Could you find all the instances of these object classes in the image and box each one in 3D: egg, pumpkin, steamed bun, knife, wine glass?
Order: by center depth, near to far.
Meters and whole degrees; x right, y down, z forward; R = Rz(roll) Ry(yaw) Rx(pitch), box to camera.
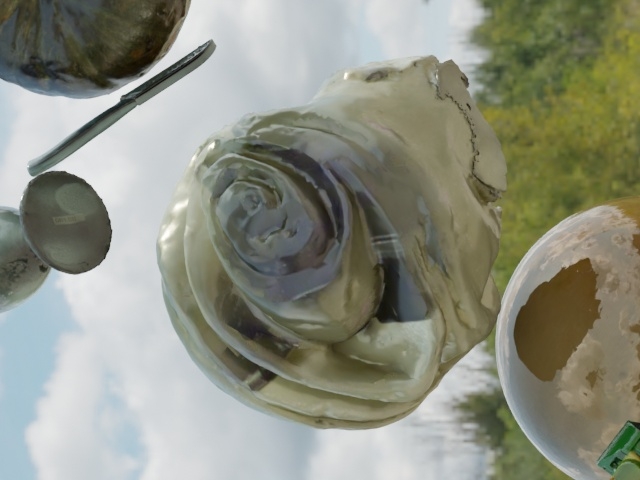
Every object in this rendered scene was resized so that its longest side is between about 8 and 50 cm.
[{"bbox_3d":[-0.273,0.013,1.027,0.093,0.202,0.092,23,-122,-42],"label":"wine glass"},{"bbox_3d":[-0.171,-0.119,1.062,0.015,0.210,0.028,59,161,-20],"label":"knife"},{"bbox_3d":[-0.235,-0.259,1.069,0.189,0.260,0.260,-99,1,-64],"label":"pumpkin"},{"bbox_3d":[0.000,0.000,1.105,0.394,0.347,0.237,-66,-13,13],"label":"steamed bun"},{"bbox_3d":[0.327,0.103,1.214,0.374,0.301,0.300,-55,-38,-78],"label":"egg"}]

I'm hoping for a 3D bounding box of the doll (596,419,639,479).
[{"bbox_3d":[0.241,0.183,0.842,0.186,0.106,0.134,-53,-17,3],"label":"doll"}]
